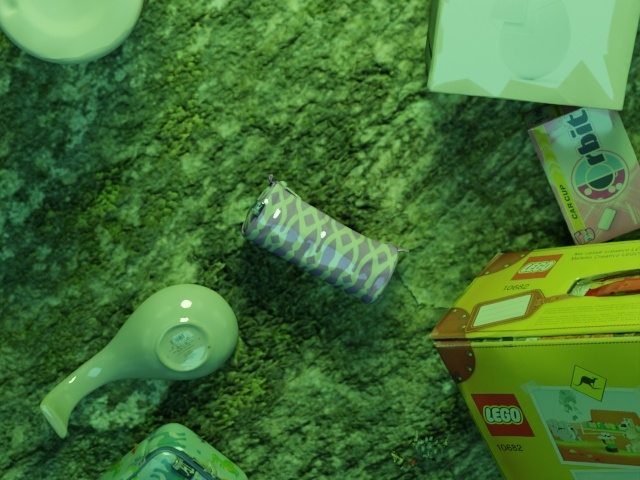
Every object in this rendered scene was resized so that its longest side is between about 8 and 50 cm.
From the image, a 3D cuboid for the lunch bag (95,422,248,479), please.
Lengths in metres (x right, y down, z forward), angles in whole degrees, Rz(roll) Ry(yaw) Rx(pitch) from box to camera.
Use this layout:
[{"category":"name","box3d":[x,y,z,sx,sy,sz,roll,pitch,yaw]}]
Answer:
[{"category":"lunch bag","box3d":[-0.213,0.367,1.937,0.219,0.090,0.176,-41,110,19]}]

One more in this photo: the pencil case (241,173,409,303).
[{"category":"pencil case","box3d":[0.000,0.000,1.769,0.206,0.086,0.088,30,84,-13]}]

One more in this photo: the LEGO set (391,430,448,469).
[{"category":"LEGO set","box3d":[0.138,0.290,1.923,0.054,0.023,0.083,40,109,-15]}]

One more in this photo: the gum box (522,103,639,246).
[{"category":"gum box","box3d":[0.333,-0.085,1.726,0.107,0.062,0.188,-22,111,12]}]

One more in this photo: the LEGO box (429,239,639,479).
[{"category":"LEGO box","box3d":[0.433,0.196,1.645,0.500,0.193,0.372,-6,120,44]}]

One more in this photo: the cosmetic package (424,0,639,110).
[{"category":"cosmetic package","box3d":[0.243,-0.284,1.599,0.224,0.138,0.224,6,116,-1]}]

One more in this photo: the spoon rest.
[{"category":"spoon rest","box3d":[-0.238,0.155,1.856,0.276,0.084,0.137,-30,112,0]}]

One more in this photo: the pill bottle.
[{"category":"pill bottle","box3d":[-0.252,-0.305,1.525,0.160,0.283,0.160,1,114,1]}]
